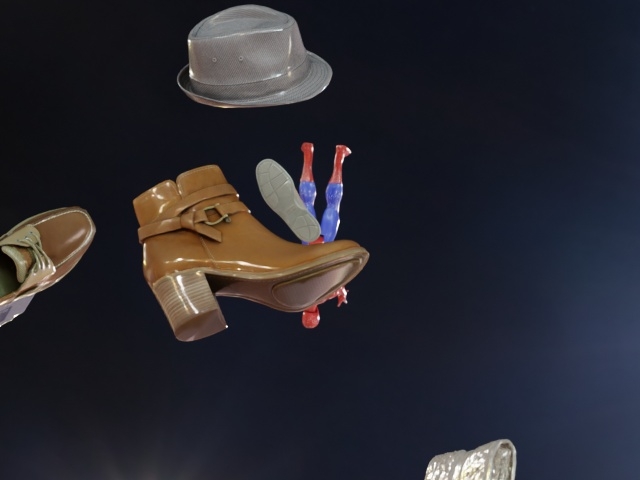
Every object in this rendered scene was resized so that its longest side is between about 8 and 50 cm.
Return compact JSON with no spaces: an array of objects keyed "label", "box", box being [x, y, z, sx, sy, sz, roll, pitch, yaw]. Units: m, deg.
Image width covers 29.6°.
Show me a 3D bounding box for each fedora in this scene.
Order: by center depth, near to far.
[{"label":"fedora","box":[-0.123,-0.333,2.119,0.275,0.244,0.124,4,-56,20]}]

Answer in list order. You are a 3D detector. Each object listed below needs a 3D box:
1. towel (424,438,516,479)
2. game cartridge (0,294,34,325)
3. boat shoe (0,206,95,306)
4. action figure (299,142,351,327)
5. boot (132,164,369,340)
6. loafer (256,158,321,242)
[{"label":"towel","box":[0.170,0.404,1.569,0.049,0.282,0.187,22,-24,-19]},{"label":"game cartridge","box":[-0.648,0.147,2.129,0.060,0.294,0.196,61,-31,3]},{"label":"boat shoe","box":[-0.510,0.045,2.029,0.120,0.324,0.123,-17,-74,57]},{"label":"action figure","box":[0.000,0.000,1.897,0.091,0.281,0.139,5,-8,7]},{"label":"boot","box":[-0.099,-0.004,1.598,0.283,0.220,0.109,-21,-31,-5]},{"label":"loafer","box":[-0.045,-0.051,1.598,0.125,0.045,0.039,56,-1,-4]}]
